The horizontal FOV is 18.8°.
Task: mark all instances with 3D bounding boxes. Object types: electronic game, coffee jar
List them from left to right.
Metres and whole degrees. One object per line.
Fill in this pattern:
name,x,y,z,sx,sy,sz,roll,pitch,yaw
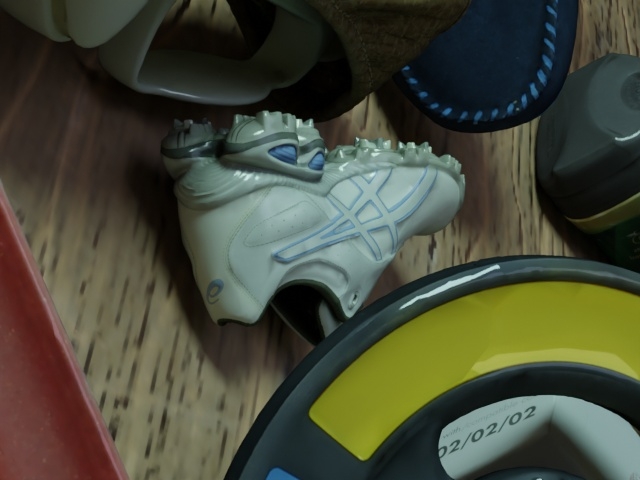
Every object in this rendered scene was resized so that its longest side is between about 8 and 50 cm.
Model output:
electronic game,0.067,0.119,0.624,0.229,0.048,0.229,-2,94,-23
coffee jar,0.193,-0.014,1.057,0.184,0.079,0.096,44,32,-28

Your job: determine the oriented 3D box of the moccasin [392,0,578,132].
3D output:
moccasin,0.035,-0.214,0.878,0.117,0.137,0.342,-32,106,-83

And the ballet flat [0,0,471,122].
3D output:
ballet flat,-0.050,-0.115,0.691,0.116,0.124,0.342,35,3,25

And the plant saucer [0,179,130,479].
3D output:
plant saucer,-0.177,-0.009,0.467,0.258,0.047,0.259,-10,74,-61

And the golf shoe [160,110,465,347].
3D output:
golf shoe,0.000,0.000,0.759,0.176,0.069,0.086,4,82,-55

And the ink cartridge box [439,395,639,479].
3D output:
ink cartridge box,0.074,0.110,0.715,0.181,0.104,0.061,51,28,-17
